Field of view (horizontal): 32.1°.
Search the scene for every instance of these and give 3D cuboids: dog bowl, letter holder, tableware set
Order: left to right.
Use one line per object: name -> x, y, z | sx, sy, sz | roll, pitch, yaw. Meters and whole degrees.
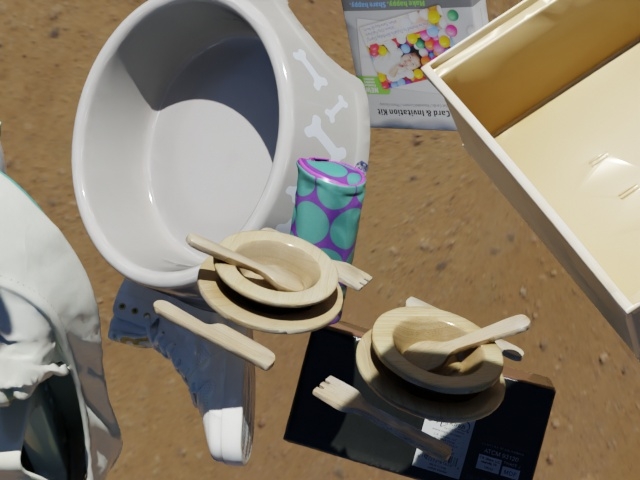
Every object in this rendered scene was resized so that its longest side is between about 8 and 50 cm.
dog bowl -> -0.119, -0.099, 1.135 | 0.349, 0.102, 0.348 | -5, 81, 36
tableware set -> 0.019, 0.038, 0.635 | 0.194, 0.128, 0.039 | 25, 122, 19
letter holder -> 0.132, 0.211, 1.429 | 0.302, 0.214, 0.152 | 15, 91, 9

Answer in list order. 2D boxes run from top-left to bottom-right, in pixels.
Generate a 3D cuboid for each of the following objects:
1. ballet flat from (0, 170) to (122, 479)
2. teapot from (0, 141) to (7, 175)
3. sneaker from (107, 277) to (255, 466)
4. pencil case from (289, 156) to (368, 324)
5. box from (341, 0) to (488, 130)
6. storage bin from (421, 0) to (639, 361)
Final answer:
ballet flat -> -0.247, 0.113, 0.914 | 0.139, 0.139, 0.400 | 5, 136, 10
teapot -> -0.391, -0.012, 1.005 | 0.256, 0.252, 0.187 | -15, 100, -17
sneaker -> -0.164, 0.134, 1.305 | 0.169, 0.108, 0.292 | -5, 55, -1
pencil case -> 0.000, 0.000, 1.001 | 0.065, 0.070, 0.151 | 2, 116, -17
box -> 0.097, -0.201, 1.103 | 0.145, 0.038, 0.186 | 6, 123, 32
storage bin -> 0.264, -0.087, 0.835 | 0.260, 0.123, 0.262 | -34, 55, 0
